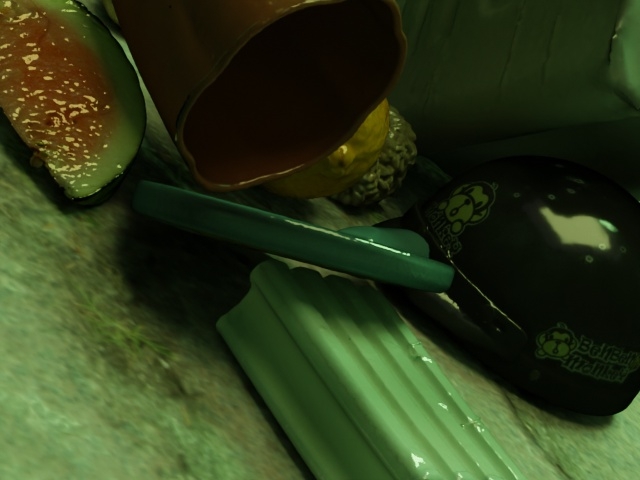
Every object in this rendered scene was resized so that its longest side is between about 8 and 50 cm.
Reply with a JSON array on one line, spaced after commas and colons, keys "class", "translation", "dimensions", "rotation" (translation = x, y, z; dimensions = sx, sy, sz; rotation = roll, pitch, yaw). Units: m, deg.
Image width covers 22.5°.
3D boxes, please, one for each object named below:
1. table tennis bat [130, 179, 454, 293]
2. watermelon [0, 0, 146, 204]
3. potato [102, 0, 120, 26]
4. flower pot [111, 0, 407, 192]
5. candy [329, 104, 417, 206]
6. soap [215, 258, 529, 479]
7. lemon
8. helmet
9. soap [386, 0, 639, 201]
[{"class": "table tennis bat", "translation": [0.000, 0.000, 1.107], "dimensions": [0.215, 0.044, 0.329], "rotation": [14, 1, 24]}, {"class": "watermelon", "translation": [-0.188, -0.109, 1.118], "dimensions": [0.119, 0.063, 0.245], "rotation": [3, 47, -45]}, {"class": "potato", "translation": [-0.160, -0.211, 1.406], "dimensions": [0.068, 0.062, 0.083], "rotation": [44, -7, -27]}, {"class": "flower pot", "translation": [-0.059, -0.156, 1.141], "dimensions": [0.191, 0.190, 0.173], "rotation": [10, 37, -52]}, {"class": "candy", "translation": [0.030, -0.077, 1.399], "dimensions": [0.095, 0.085, 0.110], "rotation": [37, 29, 26]}, {"class": "soap", "translation": [0.032, 0.104, 0.992], "dimensions": [0.119, 0.066, 0.198], "rotation": [17, 27, -46]}, {"class": "lemon", "translation": [-0.021, -0.115, 1.284], "dimensions": [0.142, 0.142, 0.187], "rotation": [17, 39, -43]}, {"class": "helmet", "translation": [0.189, 0.014, 1.333], "dimensions": [0.279, 0.160, 0.230], "rotation": [26, 24, -31]}, {"class": "soap", "translation": [0.243, -0.216, 1.468], "dimensions": [0.213, 0.350, 0.435], "rotation": [26, -12, -25]}]
